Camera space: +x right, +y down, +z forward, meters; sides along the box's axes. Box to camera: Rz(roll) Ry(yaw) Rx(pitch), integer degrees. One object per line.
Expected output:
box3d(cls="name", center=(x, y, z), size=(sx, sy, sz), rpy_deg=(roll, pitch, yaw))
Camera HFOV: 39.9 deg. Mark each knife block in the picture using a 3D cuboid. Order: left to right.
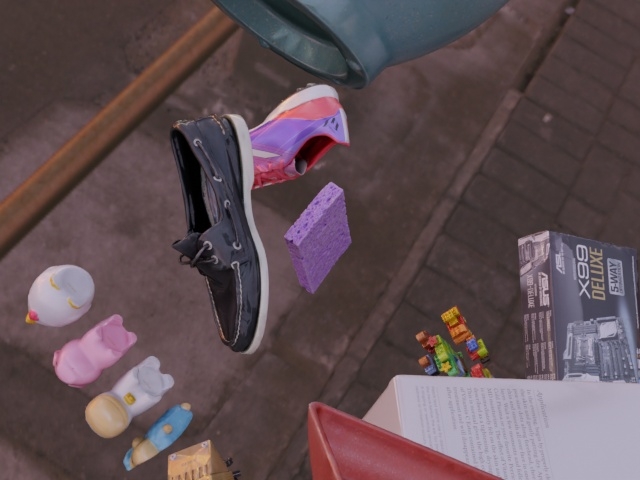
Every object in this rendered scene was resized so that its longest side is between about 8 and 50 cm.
box3d(cls="knife block", center=(-0.195, 0.507, 1.642), size=(0.088, 0.242, 0.275), rpy_deg=(-22, 30, 4))

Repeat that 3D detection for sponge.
box3d(cls="sponge", center=(0.000, 0.000, 1.433), size=(0.031, 0.210, 0.117), rpy_deg=(33, 73, 19))

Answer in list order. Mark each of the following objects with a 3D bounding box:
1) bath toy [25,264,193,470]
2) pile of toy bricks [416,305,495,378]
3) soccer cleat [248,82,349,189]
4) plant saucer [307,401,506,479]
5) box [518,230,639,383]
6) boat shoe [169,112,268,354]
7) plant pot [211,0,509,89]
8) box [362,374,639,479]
box3d(cls="bath toy", center=(-0.369, 0.205, 1.450), size=(0.348, 0.129, 0.151), rpy_deg=(55, 33, 0))
box3d(cls="pile of toy bricks", center=(0.224, 0.201, 1.536), size=(0.105, 0.118, 0.212), rpy_deg=(41, 21, -42))
box3d(cls="soccer cleat", center=(-0.088, -0.139, 1.502), size=(0.109, 0.318, 0.116), rpy_deg=(12, 51, -56))
box3d(cls="plant saucer", center=(0.112, 0.231, 0.531), size=(0.259, 0.047, 0.258), rpy_deg=(27, 18, -28))
box3d(cls="box", center=(0.461, 0.151, 1.545), size=(0.243, 0.077, 0.307), rpy_deg=(11, 73, -34))
box3d(cls="boat shoe", center=(-0.150, -0.012, 1.203), size=(0.113, 0.127, 0.339), rpy_deg=(0, 82, -33))
box3d(cls="plant pot", center=(0.017, -0.239, 0.660), size=(0.293, 0.293, 0.196), rpy_deg=(34, 86, 7))
box3d(cls="box", center=(0.224, 0.279, 1.032), size=(0.346, 0.215, 0.168), rpy_deg=(5, 56, -15))
